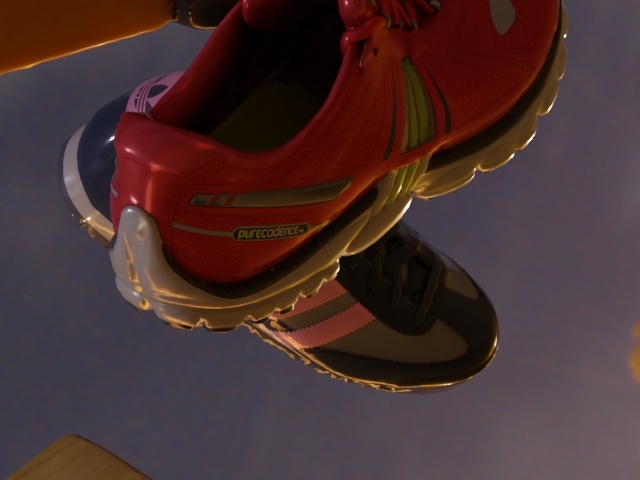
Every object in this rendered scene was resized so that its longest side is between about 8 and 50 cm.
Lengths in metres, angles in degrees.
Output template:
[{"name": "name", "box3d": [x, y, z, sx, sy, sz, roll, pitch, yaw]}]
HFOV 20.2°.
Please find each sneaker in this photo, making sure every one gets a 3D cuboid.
[{"name": "sneaker", "box3d": [0.000, 0.000, 1.109, 0.319, 0.131, 0.112, 25, -123, -23]}, {"name": "sneaker", "box3d": [0.019, -0.074, 0.751, 0.279, 0.107, 0.118, -44, -33, -36]}]

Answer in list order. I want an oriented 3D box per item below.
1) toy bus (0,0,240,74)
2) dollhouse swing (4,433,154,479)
[{"name": "toy bus", "box3d": [-0.173, -0.138, 0.803, 0.333, 0.130, 0.108, -19, -53, -16]}, {"name": "dollhouse swing", "box3d": [-0.008, 0.287, 0.674, 0.315, 0.305, 0.347, -39, -36, 2]}]
